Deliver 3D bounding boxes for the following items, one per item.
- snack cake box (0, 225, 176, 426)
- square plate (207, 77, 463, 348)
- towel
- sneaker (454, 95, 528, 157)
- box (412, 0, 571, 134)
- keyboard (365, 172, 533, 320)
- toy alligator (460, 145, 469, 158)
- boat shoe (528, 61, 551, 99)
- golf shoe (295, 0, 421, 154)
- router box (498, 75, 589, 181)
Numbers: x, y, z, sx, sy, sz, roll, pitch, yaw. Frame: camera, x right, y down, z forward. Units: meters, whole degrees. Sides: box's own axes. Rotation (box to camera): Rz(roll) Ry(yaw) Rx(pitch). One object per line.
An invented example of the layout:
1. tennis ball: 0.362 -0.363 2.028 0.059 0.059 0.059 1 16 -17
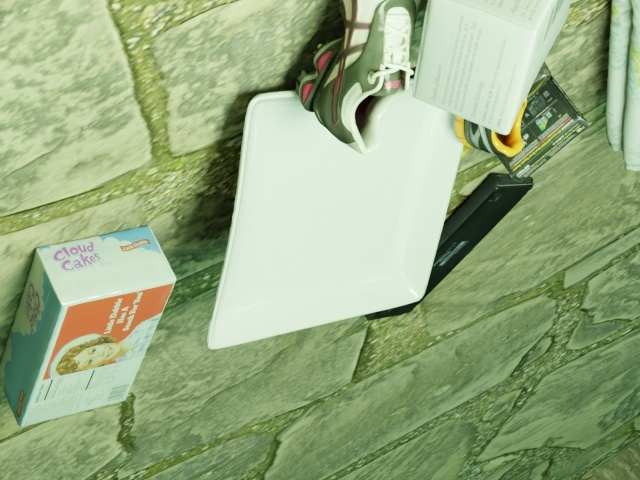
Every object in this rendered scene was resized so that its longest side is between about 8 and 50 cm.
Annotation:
1. snack cake box: -0.290 0.108 1.788 0.152 0.089 0.264 -11 146 -32
2. square plate: 0.021 -0.047 1.798 0.347 0.049 0.344 -11 127 -35
3. towel: 0.529 -0.282 1.926 0.321 0.090 0.374 -27 142 -14
4. sneaker: 0.214 -0.195 1.762 0.084 0.083 0.214 -27 132 -25
5. box: 0.194 -0.247 1.572 0.181 0.119 0.182 -60 168 -29
6. keyboard: 0.167 0.012 2.171 0.201 0.033 0.317 -5 143 -53
7. toy alligator: 0.161 -0.132 1.905 0.190 0.056 0.051 -40 -164 28
8. boat shoe: 0.241 -0.180 1.898 0.056 0.049 0.152 -7 144 -41
9. golf shoe: 0.069 -0.220 1.554 0.105 0.120 0.272 -7 135 -31
10. router box: 0.281 -0.152 1.942 0.122 0.092 0.038 -41 152 19
